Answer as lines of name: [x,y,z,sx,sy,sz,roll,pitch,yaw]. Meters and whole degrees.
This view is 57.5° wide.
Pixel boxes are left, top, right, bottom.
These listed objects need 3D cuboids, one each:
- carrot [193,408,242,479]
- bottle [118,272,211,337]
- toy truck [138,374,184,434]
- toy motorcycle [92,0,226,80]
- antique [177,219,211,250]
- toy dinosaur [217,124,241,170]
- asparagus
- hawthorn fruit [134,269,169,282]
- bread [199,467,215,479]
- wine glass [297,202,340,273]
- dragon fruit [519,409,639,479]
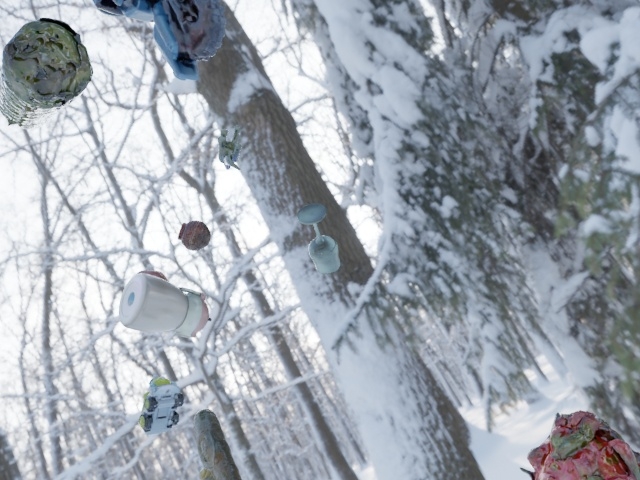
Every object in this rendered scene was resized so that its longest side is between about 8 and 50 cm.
carrot: [-0.212,0.493,1.267,0.070,0.342,0.070,-14,-58,-22]
bottle: [-0.406,0.186,1.576,0.237,0.147,0.147,23,-53,-39]
toy truck: [-0.322,0.320,1.156,0.076,0.077,0.111,6,-76,-40]
toy motorcycle: [-0.331,-0.479,1.165,0.172,0.416,0.232,-10,-32,-52]
antique: [-0.397,-0.015,1.851,0.104,0.104,0.104,-28,-19,-10]
toy dinosaur: [-0.273,-0.232,1.752,0.075,0.247,0.188,-2,-48,-15]
asparagus: [-0.456,-0.243,0.932,0.382,0.108,0.128,0,53,57]
hawthorn fruit: [-0.521,0.147,1.782,0.128,0.128,0.128,-28,-19,-10]
bread: [-0.329,0.716,1.767,0.049,0.034,0.088,-45,-51,-4]
wine glass: [0.000,0.000,1.504,0.079,0.079,0.195,-27,-46,-11]
dragon fruit: [0.582,0.530,1.268,0.231,0.302,0.237,11,-18,-5]
